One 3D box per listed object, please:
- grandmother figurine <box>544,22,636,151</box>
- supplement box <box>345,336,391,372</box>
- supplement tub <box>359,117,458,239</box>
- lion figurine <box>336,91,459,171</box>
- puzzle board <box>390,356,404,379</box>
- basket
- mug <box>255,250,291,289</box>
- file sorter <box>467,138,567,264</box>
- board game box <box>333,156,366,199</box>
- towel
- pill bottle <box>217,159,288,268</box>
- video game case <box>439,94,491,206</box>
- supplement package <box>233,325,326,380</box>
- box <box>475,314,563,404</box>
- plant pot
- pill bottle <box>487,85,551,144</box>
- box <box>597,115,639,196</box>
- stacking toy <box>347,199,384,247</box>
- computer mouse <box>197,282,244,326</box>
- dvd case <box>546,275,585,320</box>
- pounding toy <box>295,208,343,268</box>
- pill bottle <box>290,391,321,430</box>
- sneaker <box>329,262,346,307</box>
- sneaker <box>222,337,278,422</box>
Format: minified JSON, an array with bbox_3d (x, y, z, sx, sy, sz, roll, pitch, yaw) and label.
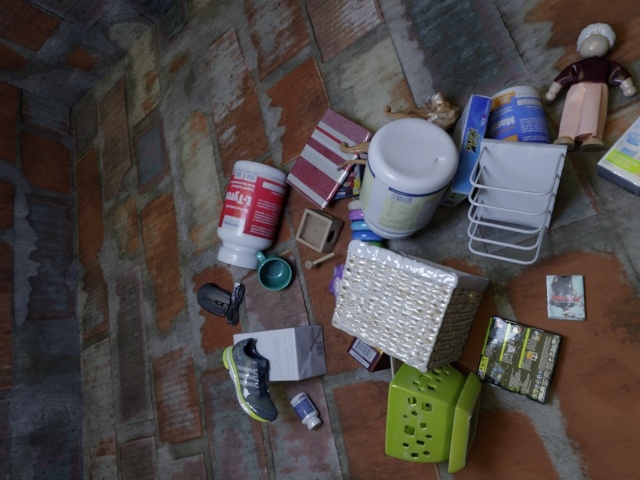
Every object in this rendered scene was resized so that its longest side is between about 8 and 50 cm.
[{"bbox_3d":[0.733,-0.418,1.113,0.208,0.104,0.341,8,87,13],"label":"grandmother figurine"},{"bbox_3d":[0.177,0.344,1.288,0.104,0.188,0.080,35,100,33],"label":"supplement box"},{"bbox_3d":[0.237,-0.161,1.186,0.236,0.324,0.235,1,64,-1],"label":"supplement tub"},{"bbox_3d":[0.254,-0.330,1.349,0.392,0.142,0.240,-47,48,-9],"label":"lion figurine"},{"bbox_3d":[0.254,0.396,1.263,0.011,0.128,0.096,-15,73,41],"label":"puzzle board"},{"bbox_3d":[0.254,0.174,1.188,0.332,0.329,0.266,21,95,35],"label":"basket"},{"bbox_3d":[-0.185,0.107,1.614,0.097,0.130,0.157,-133,38,-71],"label":"mug"},{"bbox_3d":[0.491,-0.092,1.063,0.193,0.277,0.173,14,56,28],"label":"file sorter"},{"bbox_3d":[0.078,-0.247,1.553,0.194,0.060,0.193,-8,77,34],"label":"board game box"},{"bbox_3d":[0.027,-0.306,1.543,0.237,0.037,0.328,42,106,32],"label":"towel"},{"bbox_3d":[-0.285,-0.100,1.670,0.229,0.229,0.406,13,88,36],"label":"pill bottle"},{"bbox_3d":[0.419,-0.248,1.209,0.061,0.244,0.269,13,88,8],"label":"video game case"},{"bbox_3d":[-0.152,0.415,1.509,0.293,0.175,0.177,-13,76,32],"label":"supplement package"},{"bbox_3d":[0.542,0.323,1.132,0.184,0.045,0.190,13,89,38],"label":"box"},{"bbox_3d":[0.316,0.466,1.126,0.207,0.228,0.226,9,106,30],"label":"plant pot"},{"bbox_3d":[0.564,-0.282,1.168,0.153,0.152,0.271,-12,74,32],"label":"pill bottle"},{"bbox_3d":[0.811,-0.230,1.018,0.114,0.103,0.203,46,107,31],"label":"box"},{"bbox_3d":[0.161,0.030,1.411,0.141,0.141,0.329,0,87,35],"label":"stacking toy"},{"bbox_3d":[-0.463,0.257,1.818,0.273,0.072,0.188,11,88,35],"label":"computer mouse"},{"bbox_3d":[0.658,0.153,1.103,0.087,0.013,0.119,-3,80,34],"label":"dvd case"},{"bbox_3d":[0.005,0.009,1.539,0.181,0.094,0.205,28,106,30],"label":"pounding toy"},{"bbox_3d":[-0.050,0.611,1.466,0.067,0.067,0.120,-51,57,16],"label":"pill bottle"},{"bbox_3d":[0.079,0.187,1.454,0.105,0.095,0.236,-5,73,41],"label":"sneaker"},{"bbox_3d":[-0.223,0.463,1.381,0.121,0.111,0.299,-43,66,18],"label":"sneaker"}]
